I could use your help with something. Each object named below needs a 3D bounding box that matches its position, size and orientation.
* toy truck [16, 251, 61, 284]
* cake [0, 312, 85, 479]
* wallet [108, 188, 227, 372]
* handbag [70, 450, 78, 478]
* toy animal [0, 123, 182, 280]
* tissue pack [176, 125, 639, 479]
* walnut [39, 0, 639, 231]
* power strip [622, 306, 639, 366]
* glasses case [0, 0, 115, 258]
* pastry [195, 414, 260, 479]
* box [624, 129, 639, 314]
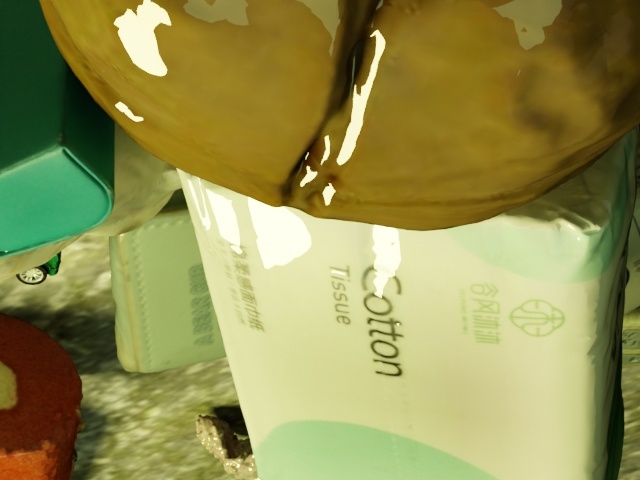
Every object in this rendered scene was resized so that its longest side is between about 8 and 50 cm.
[{"bbox_3d":[-0.281,-0.016,1.066,0.147,0.065,0.079,8,137,-17],"label":"toy truck"},{"bbox_3d":[-0.360,0.158,1.196,0.283,0.177,0.151,-1,143,-16],"label":"cake"},{"bbox_3d":[0.000,0.000,1.090,0.360,0.083,0.252,-12,142,-12],"label":"wallet"},{"bbox_3d":[-0.336,0.259,1.376,0.151,0.072,0.193,-16,149,-29],"label":"handbag"},{"bbox_3d":[-0.225,-0.036,0.896,0.308,0.188,0.266,-26,160,-19],"label":"toy animal"},{"bbox_3d":[0.074,0.043,0.881,0.266,0.194,0.356,9,138,18],"label":"tissue pack"},{"bbox_3d":[0.039,-0.204,0.622,0.354,0.398,0.308,23,174,-15],"label":"walnut"},{"bbox_3d":[0.272,0.094,1.322,0.268,0.034,0.092,0,143,-9],"label":"power strip"},{"bbox_3d":[-0.169,-0.129,0.739,0.117,0.301,0.070,-20,142,19],"label":"glasses case"},{"bbox_3d":[0.004,0.230,1.397,0.265,0.112,0.103,-5,178,6],"label":"pastry"},{"bbox_3d":[0.229,0.010,1.106,0.259,0.071,0.168,-34,145,4],"label":"box"}]
